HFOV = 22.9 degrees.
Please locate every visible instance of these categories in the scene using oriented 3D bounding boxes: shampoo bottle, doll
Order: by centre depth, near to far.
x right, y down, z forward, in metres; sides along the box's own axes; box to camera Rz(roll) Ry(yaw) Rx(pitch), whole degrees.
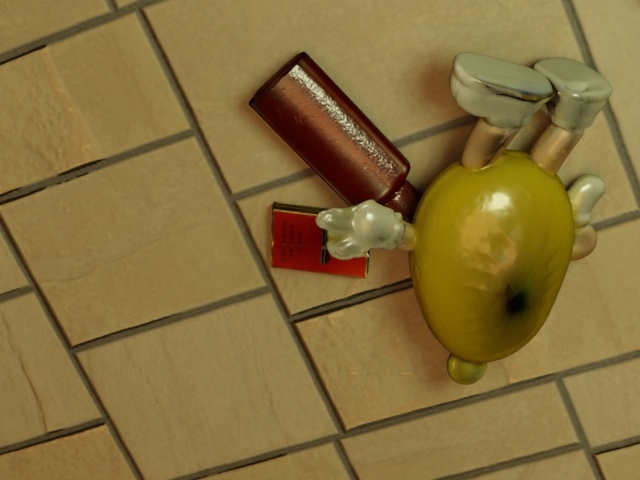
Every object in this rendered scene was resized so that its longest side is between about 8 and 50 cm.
[{"bbox_3d":[0.203,-0.041,1.942,0.348,0.161,0.423,33,107,-28],"label":"doll"},{"bbox_3d":[0.032,-0.115,2.004,0.102,0.064,0.260,-38,105,22],"label":"shampoo bottle"}]

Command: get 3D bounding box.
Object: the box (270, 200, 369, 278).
[{"bbox_3d":[0.000,0.000,2.092,0.133,0.023,0.090,8,120,6],"label":"box"}]
